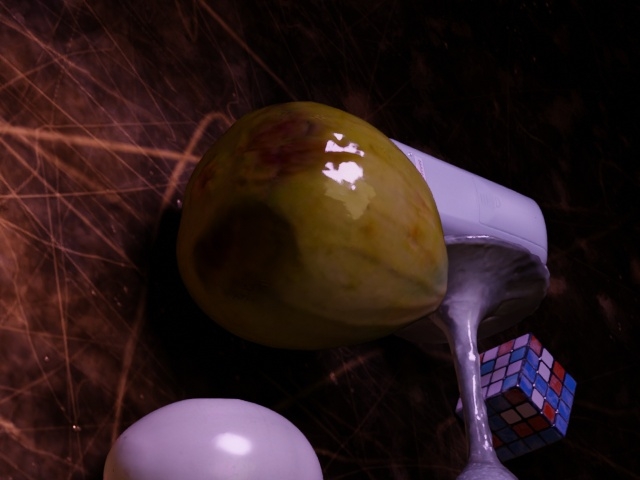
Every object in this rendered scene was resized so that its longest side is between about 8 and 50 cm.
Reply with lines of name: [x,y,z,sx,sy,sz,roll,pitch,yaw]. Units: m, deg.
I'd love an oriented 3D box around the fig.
fig: [0.000,0.000,1.678,0.271,0.239,0.239,31,45,-20]

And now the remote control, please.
remote control: [0.178,-0.042,2.092,0.293,0.051,0.103,18,55,-43]

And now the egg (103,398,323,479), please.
egg: [-0.093,0.210,1.511,0.209,0.151,0.151,18,54,-37]

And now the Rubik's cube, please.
Rubik's cube: [0.221,0.177,1.966,0.092,0.092,0.092,47,38,-22]

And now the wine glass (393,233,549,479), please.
wine glass: [0.159,0.210,1.745,0.267,0.267,0.406,26,45,-39]
